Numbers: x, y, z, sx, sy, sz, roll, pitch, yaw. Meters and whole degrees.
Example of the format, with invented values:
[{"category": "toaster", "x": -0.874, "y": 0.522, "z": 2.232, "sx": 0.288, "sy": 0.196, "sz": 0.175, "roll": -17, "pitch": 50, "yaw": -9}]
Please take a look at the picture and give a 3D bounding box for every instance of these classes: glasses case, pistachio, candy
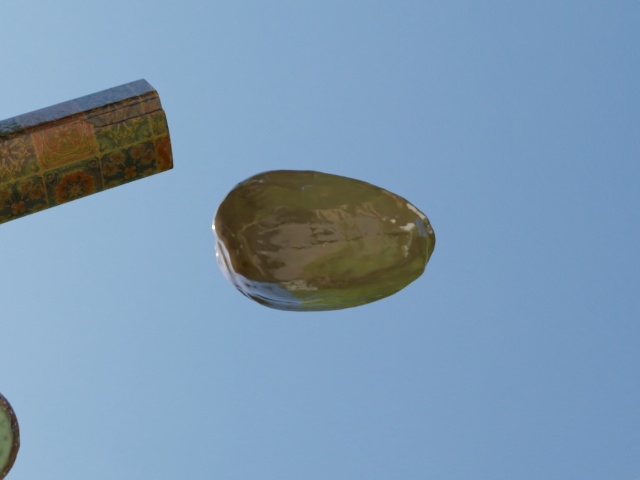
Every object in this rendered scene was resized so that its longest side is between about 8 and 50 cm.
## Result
[{"category": "glasses case", "x": -0.233, "y": -0.065, "z": 1.249, "sx": 0.218, "sy": 0.075, "sz": 0.049, "roll": -20, "pitch": -146, "yaw": -21}, {"category": "pistachio", "x": 0.000, "y": 0.000, "z": 1.369, "sx": 0.206, "sy": 0.129, "sz": 0.131, "roll": -2, "pitch": -73, "yaw": -19}, {"category": "candy", "x": -0.303, "y": 0.166, "z": 1.262, "sx": 0.043, "sy": 0.103, "sz": 0.103, "roll": -6, "pitch": -102, "yaw": 59}]
